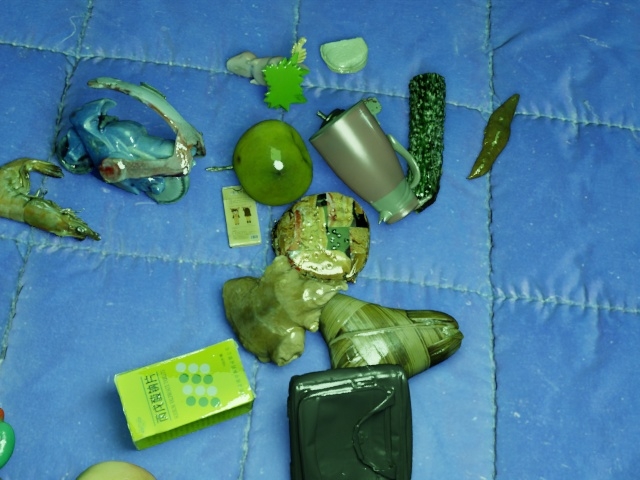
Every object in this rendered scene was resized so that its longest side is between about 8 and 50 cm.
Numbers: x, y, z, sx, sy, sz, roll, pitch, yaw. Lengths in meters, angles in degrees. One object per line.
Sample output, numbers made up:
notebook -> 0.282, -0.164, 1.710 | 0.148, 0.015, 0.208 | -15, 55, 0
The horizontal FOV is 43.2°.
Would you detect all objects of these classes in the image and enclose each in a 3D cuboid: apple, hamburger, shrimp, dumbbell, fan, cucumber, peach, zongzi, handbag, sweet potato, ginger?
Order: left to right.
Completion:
shrimp -> -0.590, -0.093, 1.771 | 0.296, 0.058, 0.169 | 21, 62, 7
peach -> -0.365, 0.486, 1.464 | 0.184, 0.184, 0.184 | 3, 65, -6
apple -> -0.105, -0.169, 1.788 | 0.157, 0.196, 0.196 | -32, 70, 15
ginger -> -0.071, 0.140, 1.629 | 0.123, 0.270, 0.218 | -4, 80, -51
hamburger -> 0.000, 0.000, 1.771 | 0.231, 0.107, 0.230 | 3, 72, -10
hamburger -> 0.063, -0.453, 2.013 | 0.121, 0.054, 0.084 | -6, 71, -6
handbag -> 0.060, 0.373, 1.546 | 0.244, 0.088, 0.275 | -5, 103, -11
dumbbell -> 0.074, -0.238, 1.887 | 0.208, 0.099, 0.099 | 39, 67, 11
fan -> 0.127, -0.316, 1.981 | 0.056, 0.004, 0.083 | -17, 69, -14
zongzi -> 0.121, 0.159, 1.693 | 0.286, 0.134, 0.288 | -22, 70, -18
cucumber -> 0.249, -0.227, 1.905 | 0.096, 0.096, 0.359 | 6, 65, -4
sweet potato -> 0.421, -0.247, 1.954 | 0.067, 0.067, 0.273 | 27, 67, 6

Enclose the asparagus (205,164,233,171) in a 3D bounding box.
asparagus -> -0.186, -0.173, 1.875 | 0.163, 0.016, 0.016 | -11, 94, -11

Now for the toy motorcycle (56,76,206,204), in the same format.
toy motorcycle -> -0.412, -0.223, 1.776 | 0.319, 0.182, 0.241 | 18, 92, 2

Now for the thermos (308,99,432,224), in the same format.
thermos -> 0.118, -0.167, 1.775 | 0.176, 0.146, 0.265 | -44, 101, -26

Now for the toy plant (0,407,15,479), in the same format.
toy plant -> -0.654, 0.457, 1.445 | 0.280, 0.185, 0.400 | -29, 57, -25

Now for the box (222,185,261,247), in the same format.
box -> -0.178, -0.055, 1.818 | 0.073, 0.020, 0.149 | -6, 67, -8

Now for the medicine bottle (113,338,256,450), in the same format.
medicine bottle -> -0.265, 0.300, 1.582 | 0.250, 0.141, 0.137 | -17, 72, -14

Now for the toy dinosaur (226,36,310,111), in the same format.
toy dinosaur -> -0.114, -0.394, 1.944 | 0.194, 0.152, 0.177 | -18, 40, -7
